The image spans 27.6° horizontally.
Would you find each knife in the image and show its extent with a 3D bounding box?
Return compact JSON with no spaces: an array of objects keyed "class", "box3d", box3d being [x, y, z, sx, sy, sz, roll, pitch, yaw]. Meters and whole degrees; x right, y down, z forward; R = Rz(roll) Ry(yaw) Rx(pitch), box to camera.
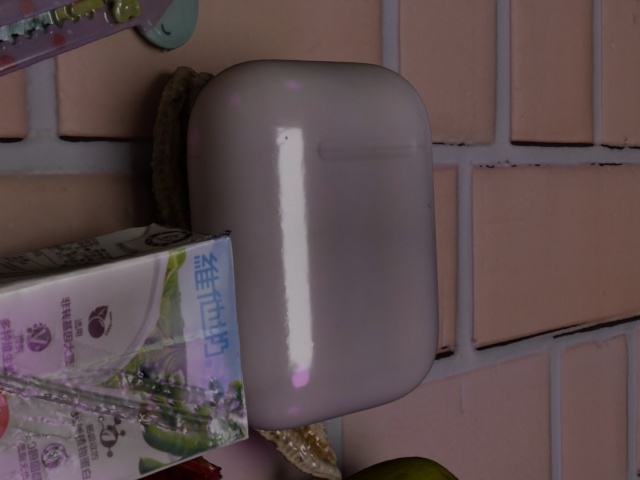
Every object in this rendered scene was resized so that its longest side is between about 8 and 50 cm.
[{"class":"knife","box3d":[-0.240,-0.197,1.161,0.399,0.038,0.132,-32,113,-47]}]

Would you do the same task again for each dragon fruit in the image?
[{"class":"dragon fruit","box3d":[-0.156,0.250,1.260,0.162,0.083,0.106,-61,166,17]}]

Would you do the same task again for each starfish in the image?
[{"class":"starfish","box3d":[-0.064,0.039,1.359,0.432,0.082,0.324,43,57,-36]}]

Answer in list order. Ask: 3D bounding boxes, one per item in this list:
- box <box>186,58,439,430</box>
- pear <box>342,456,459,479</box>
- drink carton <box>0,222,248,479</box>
[{"class":"box","box3d":[-0.001,0.000,1.272,0.289,0.141,0.349,-6,95,-46]},{"class":"pear","box3d":[0.081,0.387,1.433,0.321,0.269,0.269,-57,134,-52]},{"class":"drink carton","box3d":[-0.226,0.109,1.071,0.325,0.132,0.194,-14,106,-40]}]
